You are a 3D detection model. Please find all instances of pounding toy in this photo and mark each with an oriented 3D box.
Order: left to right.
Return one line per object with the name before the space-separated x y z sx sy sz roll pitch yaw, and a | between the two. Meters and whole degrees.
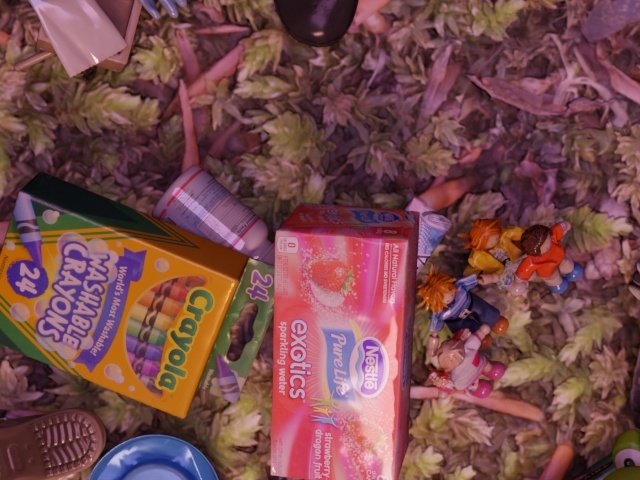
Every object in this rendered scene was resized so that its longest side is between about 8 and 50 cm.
pounding toy | -0.299 -0.267 1.483 0.130 0.100 0.141 15 86 -14

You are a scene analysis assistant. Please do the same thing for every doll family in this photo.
doll family | 0.192 0.062 1.446 0.118 0.163 0.263 35 87 37

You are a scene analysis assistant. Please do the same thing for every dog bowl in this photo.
dog bowl | -0.175 0.377 1.441 0.166 0.074 0.297 -19 86 1

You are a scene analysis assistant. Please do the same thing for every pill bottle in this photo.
pill bottle | -0.122 -0.012 1.469 0.160 0.087 0.087 41 85 0

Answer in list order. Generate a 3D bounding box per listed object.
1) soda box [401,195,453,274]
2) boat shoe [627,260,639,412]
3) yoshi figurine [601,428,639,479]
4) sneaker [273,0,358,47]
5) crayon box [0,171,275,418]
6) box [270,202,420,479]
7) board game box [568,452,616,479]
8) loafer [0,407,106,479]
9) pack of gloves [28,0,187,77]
soda box | 0.087 0.037 1.492 0.063 0.058 0.183 35 86 0
boat shoe | 0.440 0.059 1.479 0.119 0.121 0.335 3 71 24
yoshi figurine | 0.392 0.396 1.342 0.204 0.203 0.362 -17 84 1
sneaker | 0.006 -0.411 1.478 0.122 0.146 0.330 6 87 -4
crayon box | -0.224 0.075 1.421 0.323 0.083 0.203 22 112 -2
box | 0.031 0.119 1.386 0.154 0.142 0.299 5 106 9
board game box | 0.380 0.456 1.469 0.254 0.079 0.336 -31 89 -5
loafer | -0.374 0.263 1.438 0.269 0.092 0.102 -12 82 12
pack of gloves | -0.274 -0.343 1.425 0.195 0.046 0.232 -32 108 -13
